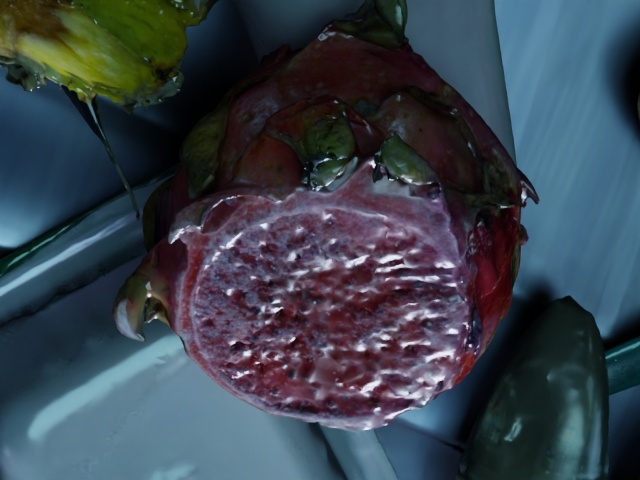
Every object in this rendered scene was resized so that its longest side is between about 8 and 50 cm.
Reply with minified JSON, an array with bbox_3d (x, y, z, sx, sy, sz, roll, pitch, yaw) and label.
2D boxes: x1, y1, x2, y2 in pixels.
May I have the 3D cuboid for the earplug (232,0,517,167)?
[{"bbox_3d":[0.043,-0.067,1.103,0.172,0.172,0.301,-19,118,-12],"label":"earplug"}]

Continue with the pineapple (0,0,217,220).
[{"bbox_3d":[-0.189,-0.183,1.006,0.335,0.161,0.158,31,137,-12],"label":"pineapple"}]

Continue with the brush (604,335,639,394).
[{"bbox_3d":[0.251,0.075,1.257,0.193,0.032,0.043,-23,125,4],"label":"brush"}]

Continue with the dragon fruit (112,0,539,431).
[{"bbox_3d":[0.000,0.000,0.984,0.211,0.147,0.282,13,132,12],"label":"dragon fruit"}]

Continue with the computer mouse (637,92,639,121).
[{"bbox_3d":[0.299,-0.057,1.235,0.126,0.056,0.245,-39,122,3],"label":"computer mouse"}]

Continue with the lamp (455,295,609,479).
[{"bbox_3d":[0.142,0.160,1.235,0.101,0.101,0.250,11,100,-21],"label":"lamp"}]

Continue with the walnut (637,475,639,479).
[{"bbox_3d":[0.307,0.189,1.269,0.230,0.178,0.178,-25,114,-3],"label":"walnut"}]

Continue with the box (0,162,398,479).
[{"bbox_3d":[-0.092,0.147,1.149,0.264,0.106,0.336,-30,113,-7],"label":"box"}]
